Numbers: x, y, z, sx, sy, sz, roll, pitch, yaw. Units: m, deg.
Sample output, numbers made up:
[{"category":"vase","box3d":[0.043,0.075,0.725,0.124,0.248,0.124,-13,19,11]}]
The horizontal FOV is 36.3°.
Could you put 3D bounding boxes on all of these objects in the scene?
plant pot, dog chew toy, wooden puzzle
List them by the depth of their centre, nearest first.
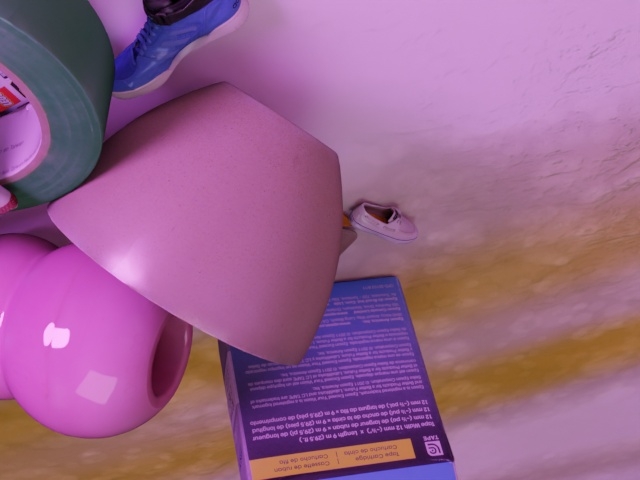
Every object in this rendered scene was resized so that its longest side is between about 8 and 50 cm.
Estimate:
[{"category":"plant pot","box3d":[-0.087,-0.038,0.939,0.284,0.284,0.191,30,95,-45]},{"category":"dog chew toy","box3d":[-0.308,0.084,1.030,0.331,0.207,0.207,12,148,14]},{"category":"wooden puzzle","box3d":[0.000,0.000,1.209,0.078,0.014,0.116,23,131,-36]}]

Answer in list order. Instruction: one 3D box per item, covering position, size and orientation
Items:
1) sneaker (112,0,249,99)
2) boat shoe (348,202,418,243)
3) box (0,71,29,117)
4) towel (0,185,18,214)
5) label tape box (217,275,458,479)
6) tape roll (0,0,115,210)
[{"category":"sneaker","box3d":[-0.144,-0.188,0.849,0.152,0.058,0.084,-29,149,13]},{"category":"boat shoe","box3d":[0.084,-0.024,1.187,0.100,0.035,0.035,18,138,-28]},{"category":"box","box3d":[-0.289,-0.194,0.810,0.114,0.036,0.207,-23,144,13]},{"category":"towel","box3d":[-0.441,-0.079,0.774,0.237,0.037,0.329,-15,148,25]},{"category":"label tape box","box3d":[0.014,0.222,1.231,0.249,0.348,0.115,-5,145,-13]},{"category":"tape roll","box3d":[-0.330,-0.134,0.778,0.321,0.077,0.321,2,150,1]}]
